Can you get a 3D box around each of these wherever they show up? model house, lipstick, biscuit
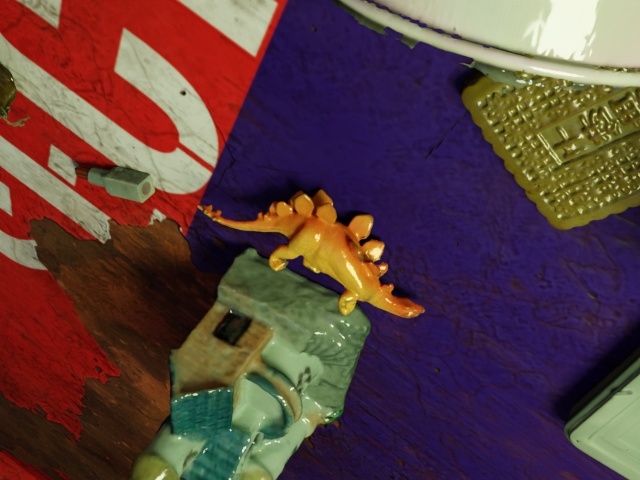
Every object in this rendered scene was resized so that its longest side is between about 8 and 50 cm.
[{"bbox_3d":[-0.106,0.227,0.867,0.194,0.325,0.267,27,138,15],"label":"model house"},{"bbox_3d":[-0.286,-0.082,0.933,0.129,0.030,0.030,14,134,24],"label":"lipstick"},{"bbox_3d":[0.247,-0.108,0.545,0.254,0.029,0.172,-26,110,46],"label":"biscuit"}]

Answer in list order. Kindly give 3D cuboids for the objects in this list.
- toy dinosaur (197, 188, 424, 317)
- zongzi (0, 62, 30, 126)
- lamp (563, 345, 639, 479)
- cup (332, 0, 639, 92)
[{"bbox_3d":[0.000,0.000,0.785,0.288,0.070,0.117,31,127,1],"label":"toy dinosaur"},{"bbox_3d":[-0.470,-0.277,0.845,0.248,0.111,0.241,29,126,-1],"label":"zongzi"},{"bbox_3d":[0.419,0.197,0.684,0.266,0.047,0.269,31,138,10],"label":"lamp"},{"bbox_3d":[0.135,-0.248,0.348,0.253,0.253,0.274,24,131,15],"label":"cup"}]
